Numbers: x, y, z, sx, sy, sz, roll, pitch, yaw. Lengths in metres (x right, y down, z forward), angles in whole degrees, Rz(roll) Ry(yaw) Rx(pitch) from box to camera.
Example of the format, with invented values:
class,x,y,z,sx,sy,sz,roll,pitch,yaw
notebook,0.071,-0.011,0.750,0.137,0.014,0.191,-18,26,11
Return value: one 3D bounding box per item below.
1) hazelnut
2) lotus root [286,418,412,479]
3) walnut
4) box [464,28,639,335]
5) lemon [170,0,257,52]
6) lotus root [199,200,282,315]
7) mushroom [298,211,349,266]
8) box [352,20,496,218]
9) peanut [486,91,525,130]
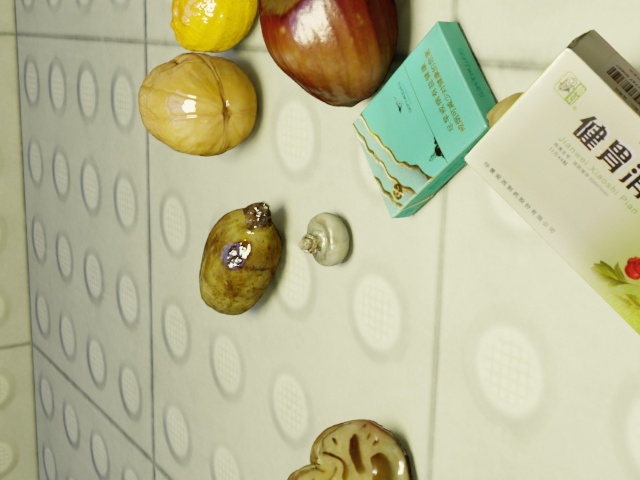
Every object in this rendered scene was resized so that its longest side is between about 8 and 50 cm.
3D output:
class,x,y,z,sx,sy,sz,roll,pitch,yaw
hazelnut,0.017,-0.291,1.267,0.212,0.181,0.181,18,80,55
lotus root,0.025,0.367,1.366,0.180,0.188,0.199,161,98,-71
walnut,-0.215,-0.236,1.596,0.226,0.193,0.193,15,108,47
box,0.288,-0.050,0.884,0.260,0.062,0.175,47,139,7
lemon,-0.185,-0.393,1.562,0.187,0.142,0.142,-47,57,36
lotus root,-0.140,0.028,1.593,0.260,0.128,0.145,-59,39,42
mushroom,0.000,0.000,1.413,0.085,0.079,0.085,24,118,55
box,0.135,-0.154,1.210,0.229,0.041,0.162,-47,57,49
peanut,0.261,-0.121,0.989,0.214,0.099,0.099,2,97,51
